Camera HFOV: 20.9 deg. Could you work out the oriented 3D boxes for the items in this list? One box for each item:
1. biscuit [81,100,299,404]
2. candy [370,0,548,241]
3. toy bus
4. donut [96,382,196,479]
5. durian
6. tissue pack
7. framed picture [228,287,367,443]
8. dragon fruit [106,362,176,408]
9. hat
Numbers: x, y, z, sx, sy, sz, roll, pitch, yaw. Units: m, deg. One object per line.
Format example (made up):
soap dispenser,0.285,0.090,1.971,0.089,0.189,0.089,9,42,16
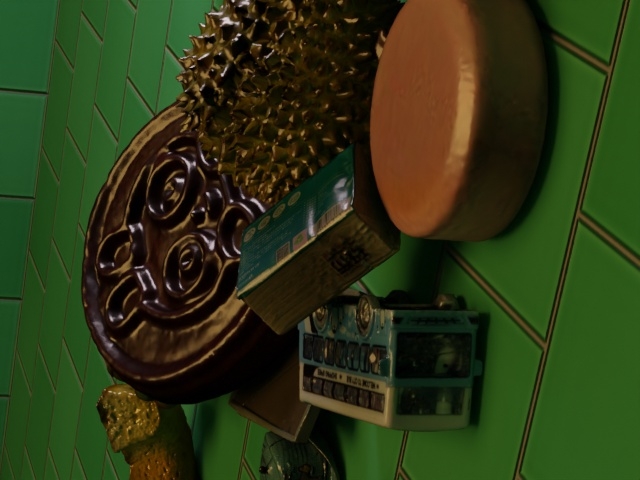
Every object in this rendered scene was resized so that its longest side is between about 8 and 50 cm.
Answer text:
biscuit,-0.153,-0.002,2.130,0.407,0.091,0.408,-18,63,39
candy,0.123,-0.124,1.617,0.255,0.094,0.255,-176,90,-71
toy bus,0.060,0.115,1.746,0.297,0.106,0.131,-177,88,-72
donut,-0.242,0.307,2.512,0.152,0.101,0.259,-56,-44,-69
durian,-0.013,-0.169,1.815,0.293,0.258,0.258,-39,44,29
tissue pack,0.000,0.000,1.722,0.169,0.082,0.120,-38,28,27
framed picture,-0.032,0.132,2.036,0.189,0.023,0.260,-67,19,-4
dragon fruit,-0.212,0.129,2.381,0.273,0.198,0.218,121,138,-55
hat,-0.038,0.269,2.033,0.191,0.077,0.138,-139,59,-66
